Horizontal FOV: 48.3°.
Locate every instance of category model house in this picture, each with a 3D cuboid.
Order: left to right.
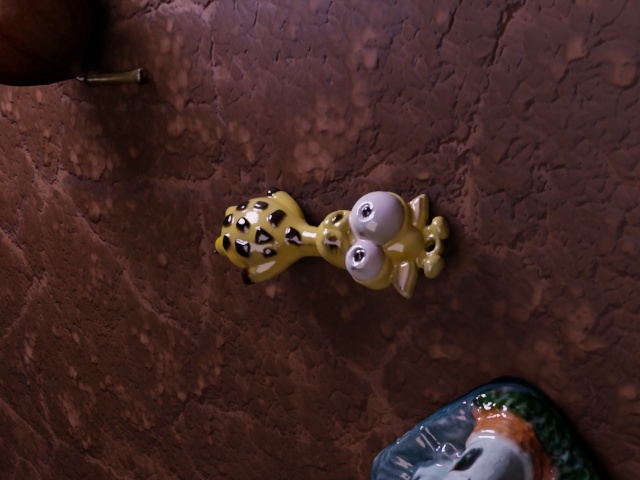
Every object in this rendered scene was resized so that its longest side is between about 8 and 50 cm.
[{"bbox_3d":[0.103,0.294,0.647,0.184,0.291,0.253,53,131,6],"label":"model house"}]

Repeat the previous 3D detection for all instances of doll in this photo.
[{"bbox_3d":[-0.001,0.000,0.760,0.291,0.086,0.117,5,79,38],"label":"doll"}]

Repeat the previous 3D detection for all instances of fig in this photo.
[{"bbox_3d":[-0.372,-0.272,0.932,0.249,0.203,0.186,50,176,-30],"label":"fig"}]
